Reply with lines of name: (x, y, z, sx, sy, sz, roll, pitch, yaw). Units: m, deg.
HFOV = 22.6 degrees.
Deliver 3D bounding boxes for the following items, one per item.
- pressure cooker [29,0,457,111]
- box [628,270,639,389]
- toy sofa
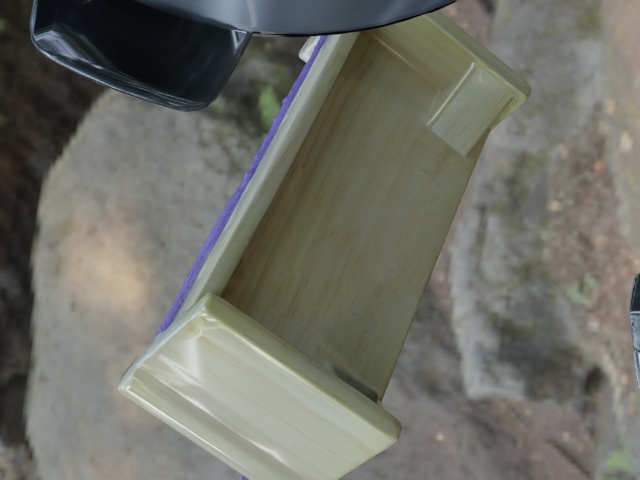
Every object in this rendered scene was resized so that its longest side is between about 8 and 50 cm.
pressure cooker: (-0.006, -0.276, 0.648, 0.420, 0.369, 0.376, 177, 68, -85)
box: (0.472, 0.148, 1.539, 0.079, 0.322, 0.257, -64, -34, -51)
toy sofa: (0.000, 0.000, 1.108, 0.177, 0.150, 0.362, -40, 19, 48)
